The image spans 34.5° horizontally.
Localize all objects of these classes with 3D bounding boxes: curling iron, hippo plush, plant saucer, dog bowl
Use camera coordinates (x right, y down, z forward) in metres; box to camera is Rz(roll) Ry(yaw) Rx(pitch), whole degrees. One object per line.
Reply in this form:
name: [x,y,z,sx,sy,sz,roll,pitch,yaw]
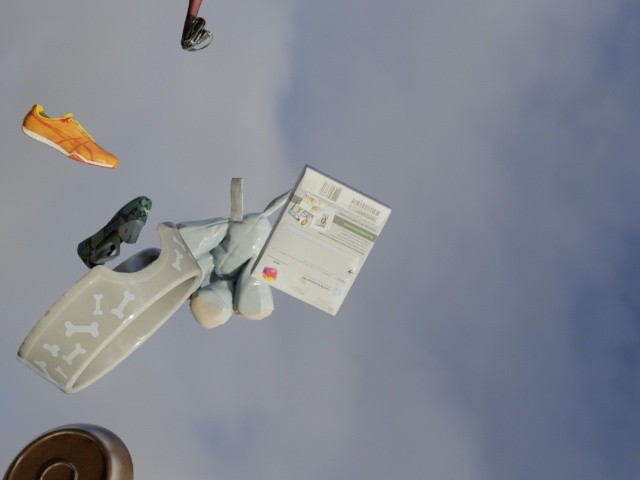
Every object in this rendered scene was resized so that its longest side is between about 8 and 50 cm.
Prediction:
curling iron: [-0.229,-0.492,2.042,0.068,0.035,0.274,0,-112,21]
hippo plush: [-0.187,0.026,2.053,0.236,0.234,0.294,151,-50,-88]
plant saucer: [-0.556,0.522,2.212,0.050,0.310,0.311,71,-3,-51]
dog bowl: [-0.344,0.122,1.748,0.102,0.349,0.349,47,-49,4]

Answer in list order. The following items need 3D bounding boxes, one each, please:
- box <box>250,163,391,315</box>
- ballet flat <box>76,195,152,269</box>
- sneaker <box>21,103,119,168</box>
box: [0.000,0.000,1.551,0.186,0.145,0.038,-63,-171,10]
ballet flat: [-0.373,-0.007,1.909,0.188,0.070,0.070,-37,-130,25]
sneaker: [-0.412,-0.172,1.715,0.067,0.175,0.064,-62,-176,2]
